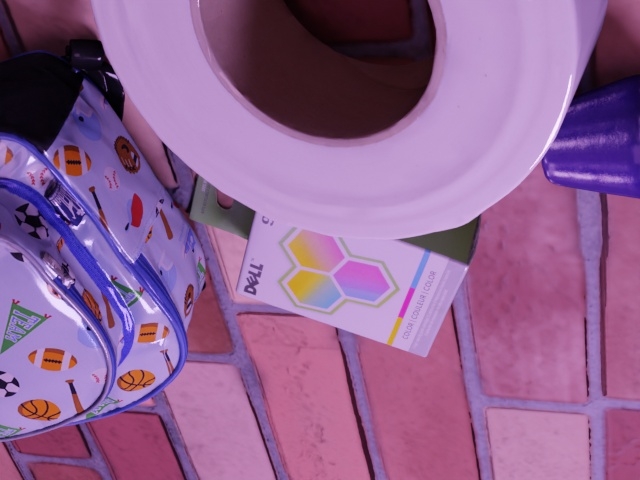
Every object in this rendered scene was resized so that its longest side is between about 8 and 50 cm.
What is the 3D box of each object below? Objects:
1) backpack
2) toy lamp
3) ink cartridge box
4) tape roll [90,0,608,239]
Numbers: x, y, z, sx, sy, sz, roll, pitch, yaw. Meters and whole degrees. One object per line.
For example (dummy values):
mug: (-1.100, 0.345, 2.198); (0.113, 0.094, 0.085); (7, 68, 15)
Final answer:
backpack: (-0.217, 0.025, 0.841); (0.277, 0.213, 0.263); (-17, 135, 28)
toy lamp: (0.268, -0.069, 0.666); (0.275, 0.080, 0.080); (-6, 129, 20)
ink cartridge box: (0.000, 0.000, 0.831); (0.209, 0.062, 0.109); (20, 136, 1)
tape roll: (0.014, -0.142, 0.641); (0.286, 0.100, 0.286); (14, 130, 18)
